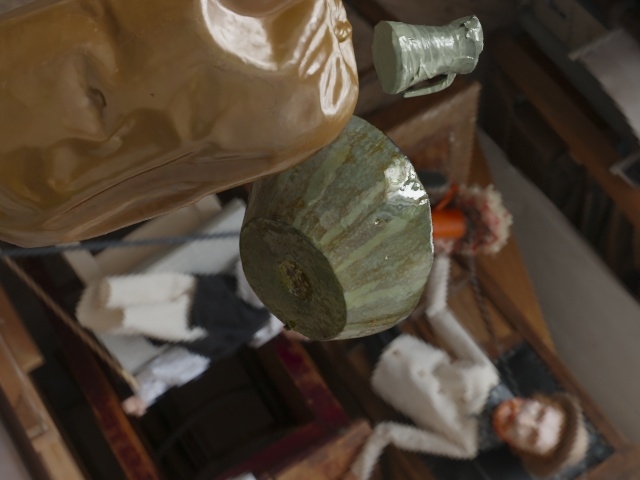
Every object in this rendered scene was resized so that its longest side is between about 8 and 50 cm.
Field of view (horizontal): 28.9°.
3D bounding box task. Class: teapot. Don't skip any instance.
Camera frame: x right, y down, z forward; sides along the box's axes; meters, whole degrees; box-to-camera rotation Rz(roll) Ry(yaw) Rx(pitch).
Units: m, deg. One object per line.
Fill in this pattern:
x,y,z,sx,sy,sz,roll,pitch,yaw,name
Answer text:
0.085,-0.145,0.972,0.083,0.057,0.067,-13,129,-18,teapot

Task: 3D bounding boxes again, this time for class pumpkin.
-0.009,0.000,1.113,0.110,0.217,0.217,-29,151,-46,pumpkin

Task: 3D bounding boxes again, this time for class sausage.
-0.099,-0.076,0.641,0.241,0.120,0.136,-16,110,3,sausage
